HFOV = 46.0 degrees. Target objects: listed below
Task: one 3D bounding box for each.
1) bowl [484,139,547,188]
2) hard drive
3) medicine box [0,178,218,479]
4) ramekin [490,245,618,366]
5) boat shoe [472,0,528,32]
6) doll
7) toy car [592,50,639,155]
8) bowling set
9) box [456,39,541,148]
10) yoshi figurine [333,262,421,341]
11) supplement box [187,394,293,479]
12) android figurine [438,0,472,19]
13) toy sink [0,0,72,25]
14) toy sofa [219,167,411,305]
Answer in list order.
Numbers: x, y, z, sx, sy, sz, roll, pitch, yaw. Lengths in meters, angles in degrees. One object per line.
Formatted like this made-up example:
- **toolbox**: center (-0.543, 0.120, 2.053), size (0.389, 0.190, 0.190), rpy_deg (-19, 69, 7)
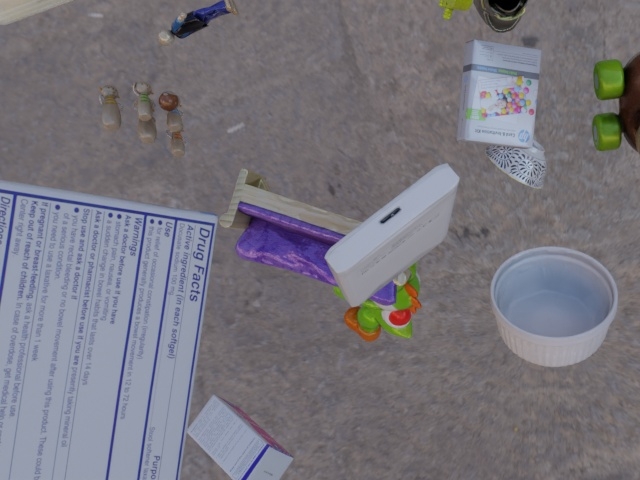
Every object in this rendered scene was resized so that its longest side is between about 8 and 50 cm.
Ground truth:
- **bowl**: center (0.498, -0.209, 1.857), size (0.170, 0.170, 0.080), rpy_deg (42, 119, 16)
- **hard drive**: center (0.109, 0.005, 1.119), size (0.203, 0.307, 0.040), rpy_deg (-37, 76, -3)
- **medicine box**: center (-0.256, 0.084, 0.636), size (0.149, 0.289, 0.263), rpy_deg (8, 89, 45)
- **ramekin**: center (0.399, 0.120, 1.301), size (0.207, 0.109, 0.207), rpy_deg (-8, 44, 8)
- **boat shoe**: center (0.355, -0.483, 1.467), size (0.109, 0.305, 0.091), rpy_deg (-14, 72, 9)
- **doll**: center (-0.282, -0.491, 1.691), size (0.189, 0.129, 0.046), rpy_deg (-22, 91, 12)
- **toy car**: center (0.434, -0.144, 0.928), size (0.155, 0.188, 0.149), rpy_deg (-6, 123, 10)
- **bowling set**: center (-0.452, -0.375, 2.111), size (0.200, 0.287, 0.154), rpy_deg (-34, 52, 32)
- **box**: center (0.335, -0.273, 1.419), size (0.145, 0.038, 0.186), rpy_deg (5, 94, -17)
- **yoshi figurine**: center (0.135, 0.097, 1.757), size (0.203, 0.362, 0.203), rpy_deg (11, 66, 2)
- **supplement box**: center (-0.186, 0.466, 1.724), size (0.220, 0.111, 0.114), rpy_deg (30, 81, 39)
- **android figurine**: center (0.322, -0.634, 1.691), size (0.056, 0.272, 0.248), rpy_deg (7, 44, -10)
- **toy sink**: center (-0.189, -0.305, 0.650), size (0.234, 0.131, 0.152), rpy_deg (-12, 36, 19)
- **toy sofa**: center (0.000, 0.000, 1.430), size (0.363, 0.150, 0.177), rpy_deg (18, 92, 9)
